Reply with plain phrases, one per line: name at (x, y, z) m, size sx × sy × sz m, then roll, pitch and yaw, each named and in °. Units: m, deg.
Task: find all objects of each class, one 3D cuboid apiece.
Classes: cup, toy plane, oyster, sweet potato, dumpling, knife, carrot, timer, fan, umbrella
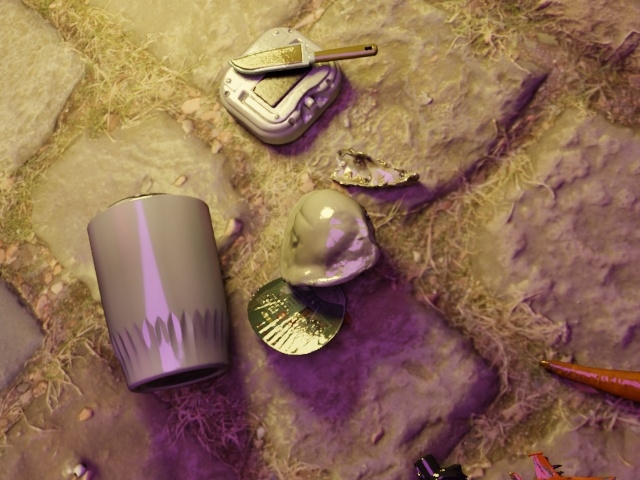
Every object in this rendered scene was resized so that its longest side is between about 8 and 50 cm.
cup at (-0.320, 0.104, 1.388) m, size 0.253 × 0.253 × 0.372 m, roll -16°, pitch 74°, yaw 4°
toy plane at (0.446, 0.454, 1.254) m, size 0.188 × 0.062 × 0.135 m, roll -7°, pitch 71°, yaw -8°
oyster at (0.112, -0.146, 1.507) m, size 0.200 × 0.061 × 0.106 m, roll 32°, pitch 98°, yaw 20°
sweet potato at (-0.028, 0.155, 1.427) m, size 0.195 × 0.056 × 0.056 m, roll 8°, pitch 74°, yaw 18°
dumpling at (0.004, 0.004, 1.425) m, size 0.227 × 0.243 × 0.175 m, roll -45°, pitch 99°, yaw 4°
knife at (-0.043, -0.415, 1.530) m, size 0.343 × 0.027 × 0.061 m, roll -7°, pitch 72°, yaw 7°
carrot at (0.548, 0.267, 1.295) m, size 0.256 × 0.061 × 0.061 m, roll 8°, pitch 74°, yaw 15°
timer at (-0.093, -0.367, 1.582) m, size 0.237 × 0.087 × 0.262 m, roll 39°, pitch 81°, yaw 18°
fan at (-0.008, 0.136, 1.394) m, size 0.294 × 0.012 × 0.223 m, roll -15°, pitch 42°, yaw 4°
umbrella at (0.254, 0.519, 1.232) m, size 0.122 × 0.110 × 0.272 m, roll -31°, pitch 72°, yaw -3°
